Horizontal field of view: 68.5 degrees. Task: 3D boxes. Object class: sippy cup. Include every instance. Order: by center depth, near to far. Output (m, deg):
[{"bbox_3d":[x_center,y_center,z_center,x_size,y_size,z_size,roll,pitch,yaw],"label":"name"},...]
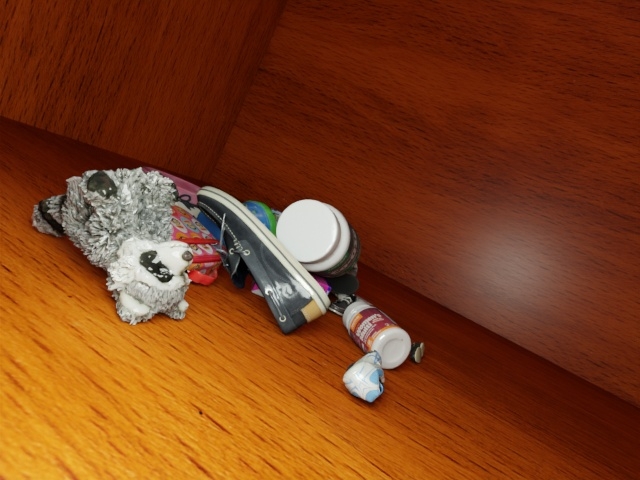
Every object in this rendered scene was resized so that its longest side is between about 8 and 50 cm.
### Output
[{"bbox_3d":[-0.309,-0.030,1.644,0.305,0.240,0.224,-19,-12,37],"label":"sippy cup"}]

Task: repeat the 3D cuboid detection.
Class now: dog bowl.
[{"bbox_3d":[-0.598,-0.169,1.943,0.408,0.150,0.408,24,6,-3],"label":"dog bowl"}]

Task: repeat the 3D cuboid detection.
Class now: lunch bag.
[{"bbox_3d":[-0.376,0.017,1.250,0.258,0.120,0.293,45,8,8],"label":"lunch bag"}]

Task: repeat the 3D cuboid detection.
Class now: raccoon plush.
[{"bbox_3d":[-0.434,0.036,1.001,0.446,0.299,0.216,-13,-7,43],"label":"raccoon plush"}]

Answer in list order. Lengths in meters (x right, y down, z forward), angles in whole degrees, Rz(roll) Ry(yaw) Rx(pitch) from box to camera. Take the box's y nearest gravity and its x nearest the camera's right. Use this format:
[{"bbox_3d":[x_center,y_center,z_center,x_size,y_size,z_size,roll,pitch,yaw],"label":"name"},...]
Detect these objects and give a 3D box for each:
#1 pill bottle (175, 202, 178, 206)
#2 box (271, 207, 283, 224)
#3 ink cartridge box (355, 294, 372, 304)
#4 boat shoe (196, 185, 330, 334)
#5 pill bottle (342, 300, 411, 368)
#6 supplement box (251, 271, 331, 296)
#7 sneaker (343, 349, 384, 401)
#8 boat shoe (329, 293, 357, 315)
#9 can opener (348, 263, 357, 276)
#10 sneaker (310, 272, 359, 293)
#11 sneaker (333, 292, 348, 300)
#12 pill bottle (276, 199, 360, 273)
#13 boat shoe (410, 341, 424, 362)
[{"bbox_3d":[-0.547,-0.092,1.337,0.169,0.169,0.301,26,6,11],"label":"pill bottle"},{"bbox_3d":[-0.128,0.008,2.073,0.293,0.201,0.057,28,7,20],"label":"box"},{"bbox_3d":[0.169,0.256,1.935,0.083,0.028,0.048,29,7,38],"label":"ink cartridge box"},{"bbox_3d":[-0.189,0.041,1.237,0.500,0.156,0.187,45,-12,19],"label":"boat shoe"},{"bbox_3d":[0.153,0.262,1.343,0.121,0.121,0.221,22,6,-27],"label":"pill bottle"},{"bbox_3d":[-0.093,0.140,1.457,0.220,0.111,0.114,24,5,-10],"label":"supplement box"},{"bbox_3d":[0.106,0.303,1.048,0.086,0.085,0.237,53,8,11],"label":"sneaker"},{"bbox_3d":[0.082,0.223,1.681,0.075,0.065,0.206,27,6,19],"label":"boat shoe"},{"bbox_3d":[0.017,0.110,1.874,0.280,0.074,0.093,-3,25,31],"label":"can opener"},{"bbox_3d":[0.008,0.138,1.790,0.270,0.090,0.145,7,6,-3],"label":"sneaker"},{"bbox_3d":[0.050,0.183,1.921,0.123,0.106,0.290,-9,17,-1],"label":"sneaker"},{"bbox_3d":[0.000,0.000,1.421,0.204,0.204,0.361,27,-2,15],"label":"pill bottle"},{"bbox_3d":[0.306,0.361,1.514,0.042,0.049,0.133,-2,3,20],"label":"boat shoe"}]
